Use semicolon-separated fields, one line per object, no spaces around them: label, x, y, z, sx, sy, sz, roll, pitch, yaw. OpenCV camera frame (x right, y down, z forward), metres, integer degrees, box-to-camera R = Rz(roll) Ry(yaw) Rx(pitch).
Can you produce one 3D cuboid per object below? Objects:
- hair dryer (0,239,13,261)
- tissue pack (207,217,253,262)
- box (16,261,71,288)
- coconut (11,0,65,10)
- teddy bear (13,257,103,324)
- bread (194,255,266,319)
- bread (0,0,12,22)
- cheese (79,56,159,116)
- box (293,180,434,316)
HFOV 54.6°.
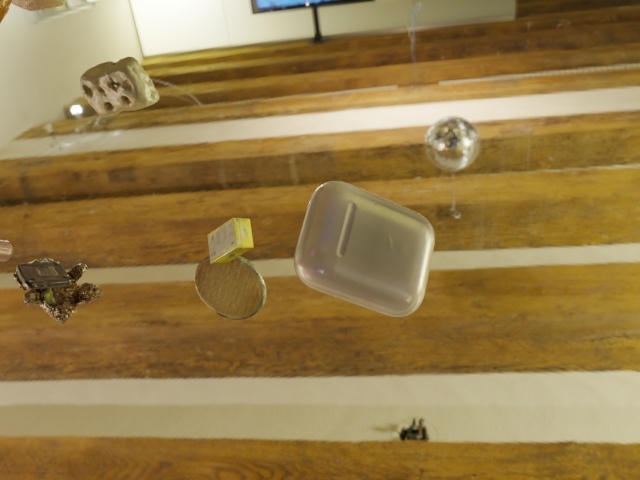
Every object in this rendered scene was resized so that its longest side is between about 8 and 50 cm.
hair dryer;-0.908;0.033;1.537;0.125;0.210;0.352;8;176;24
tissue pack;-0.277;0.002;1.903;0.062;0.095;0.176;3;160;-38
box;-0.780;0.095;1.748;0.125;0.026;0.126;-2;-153;-40
coconut;-0.797;-0.768;1.736;0.233;0.233;0.245;-14;-134;-11
teddy bear;-0.917;0.154;2.167;0.246;0.222;0.296;-40;-163;-33
bread;-0.311;0.157;2.149;0.267;0.266;0.040;1;-155;16
bread;-0.631;-0.394;1.026;0.260;0.133;0.129;1;-174;-9
cheese;-0.631;-0.471;1.920;0.263;0.159;0.093;-1;-145;34
box;0.116;0.022;1.559;0.349;0.288;0.141;21;159;-15
